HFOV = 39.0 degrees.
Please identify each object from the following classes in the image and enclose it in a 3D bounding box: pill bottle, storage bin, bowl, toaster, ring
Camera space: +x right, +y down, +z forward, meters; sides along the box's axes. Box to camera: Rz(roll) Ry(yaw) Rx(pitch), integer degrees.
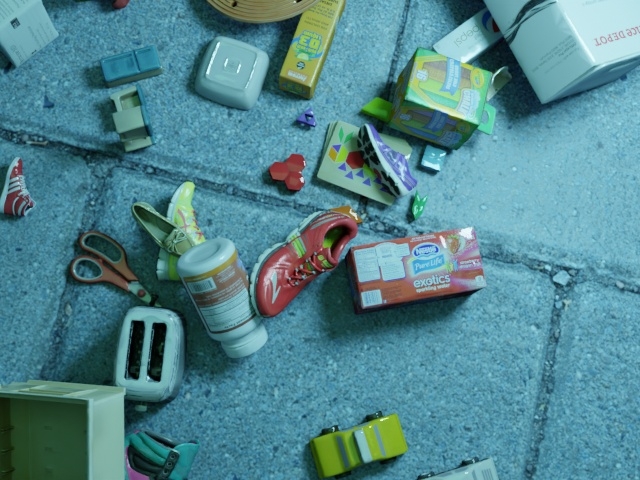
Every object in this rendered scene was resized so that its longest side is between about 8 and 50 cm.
[{"bbox_3d":[-0.183,0.113,1.733,0.121,0.121,0.216,-26,114,-9],"label":"pill bottle"},{"bbox_3d":[-0.486,0.394,1.625,0.260,0.123,0.262,1,93,21],"label":"storage bin"},{"bbox_3d":[-0.186,-0.359,1.894,0.142,0.053,0.142,19,78,1],"label":"bowl"},{"bbox_3d":[-0.323,0.209,1.719,0.129,0.146,0.227,8,84,-4],"label":"toaster"},{"bbox_3d":[-0.104,-0.601,1.918,0.336,0.032,0.337,-4,68,10],"label":"ring"}]

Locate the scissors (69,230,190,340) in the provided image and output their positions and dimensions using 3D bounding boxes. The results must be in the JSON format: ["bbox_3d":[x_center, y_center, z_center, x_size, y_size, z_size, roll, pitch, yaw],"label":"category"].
[{"bbox_3d":[-0.366,0.087,1.810,0.297,0.021,0.109,29,79,2],"label":"scissors"}]

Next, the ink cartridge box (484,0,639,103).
[{"bbox_3d":[0.500,-0.509,1.866,0.285,0.166,0.395,-21,80,-36],"label":"ink cartridge box"}]

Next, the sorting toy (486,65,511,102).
[{"bbox_3d":[0.371,-0.342,1.921,0.083,0.075,0.045,-43,85,-11],"label":"sorting toy"}]

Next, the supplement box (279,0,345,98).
[{"bbox_3d":[-0.016,-0.423,1.906,0.078,0.080,0.233,18,80,1],"label":"supplement box"}]

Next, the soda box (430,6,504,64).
[{"bbox_3d":[0.337,-0.438,1.940,0.216,0.069,0.074,-37,85,-9],"label":"soda box"}]

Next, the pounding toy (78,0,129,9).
[{"bbox_3d":[-0.414,-0.572,1.877,0.110,0.183,0.237,34,74,-23],"label":"pounding toy"}]

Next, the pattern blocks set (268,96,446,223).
[{"bbox_3d":[0.086,-0.164,1.890,0.324,0.026,0.285,29,79,1],"label":"pattern blocks set"}]

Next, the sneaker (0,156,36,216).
[{"bbox_3d":[-0.602,-0.106,1.818,0.067,0.042,0.119,13,86,2],"label":"sneaker"}]

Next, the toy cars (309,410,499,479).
[{"bbox_3d":[0.172,0.442,1.749,0.393,0.087,0.176,25,79,0],"label":"toy cars"}]

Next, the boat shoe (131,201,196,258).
[{"bbox_3d":[-0.304,-0.018,1.744,0.153,0.048,0.056,44,88,-4],"label":"boat shoe"}]

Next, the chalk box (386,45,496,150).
[{"bbox_3d":[0.265,-0.282,1.857,0.213,0.132,0.132,17,68,-7],"label":"chalk box"}]

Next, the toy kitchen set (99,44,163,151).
[{"bbox_3d":[-0.366,-0.302,1.810,0.122,0.166,0.207,-17,81,-7],"label":"toy kitchen set"}]

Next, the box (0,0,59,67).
[{"bbox_3d":[-0.644,-0.475,1.815,0.119,0.181,0.182,-41,85,-10],"label":"box"}]

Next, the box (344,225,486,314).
[{"bbox_3d":[0.187,0.062,1.805,0.256,0.122,0.128,-10,80,-6],"label":"box"}]

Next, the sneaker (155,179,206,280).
[{"bbox_3d":[-0.268,-0.016,1.812,0.094,0.081,0.209,10,90,-2],"label":"sneaker"}]

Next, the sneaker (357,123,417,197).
[{"bbox_3d":[0.137,-0.169,1.859,0.071,0.068,0.170,-34,92,-25],"label":"sneaker"}]

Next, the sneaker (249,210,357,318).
[{"bbox_3d":[-0.029,0.039,1.741,0.279,0.118,0.107,-51,126,-28],"label":"sneaker"}]

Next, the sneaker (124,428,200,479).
[{"bbox_3d":[-0.273,0.463,1.699,0.295,0.124,0.178,41,88,5],"label":"sneaker"}]
